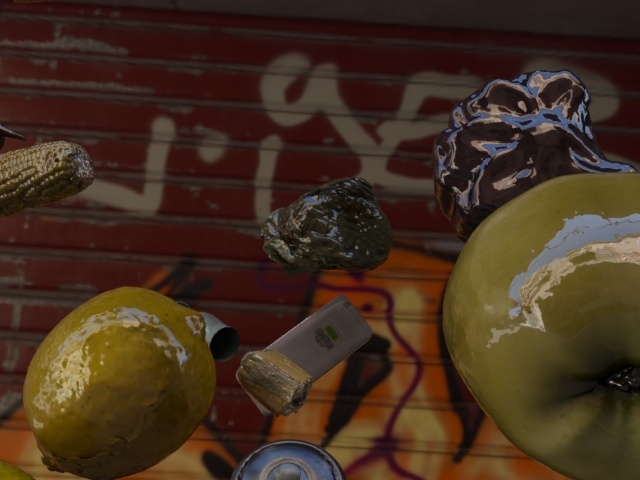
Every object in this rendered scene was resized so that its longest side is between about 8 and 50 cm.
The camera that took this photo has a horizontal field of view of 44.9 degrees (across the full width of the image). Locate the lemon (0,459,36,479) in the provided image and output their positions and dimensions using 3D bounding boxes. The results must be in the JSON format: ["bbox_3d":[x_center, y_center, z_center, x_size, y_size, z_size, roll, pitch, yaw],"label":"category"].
[{"bbox_3d":[-0.449,0.384,0.936,0.267,0.267,0.267,3,-12,1],"label":"lemon"}]

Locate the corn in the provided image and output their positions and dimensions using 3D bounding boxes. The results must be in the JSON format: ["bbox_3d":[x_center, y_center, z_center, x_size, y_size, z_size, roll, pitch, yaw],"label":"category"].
[{"bbox_3d":[-0.446,-0.081,1.102,0.320,0.097,0.097,-9,-16,31],"label":"corn"}]

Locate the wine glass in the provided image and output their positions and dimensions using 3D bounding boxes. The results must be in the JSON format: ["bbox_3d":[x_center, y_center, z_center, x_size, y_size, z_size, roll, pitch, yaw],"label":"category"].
[{"bbox_3d":[-0.262,0.198,1.683,0.093,0.092,0.202,15,0,-45],"label":"wine glass"}]

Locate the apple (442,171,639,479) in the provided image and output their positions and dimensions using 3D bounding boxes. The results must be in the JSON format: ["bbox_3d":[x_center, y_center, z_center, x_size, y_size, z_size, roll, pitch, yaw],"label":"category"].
[{"bbox_3d":[0.235,0.068,0.633,0.262,0.262,0.262,3,-12,1],"label":"apple"}]

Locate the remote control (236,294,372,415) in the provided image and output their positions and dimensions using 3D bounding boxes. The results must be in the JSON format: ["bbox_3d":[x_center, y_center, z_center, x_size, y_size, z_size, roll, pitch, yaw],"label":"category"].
[{"bbox_3d":[-0.026,0.202,1.385,0.250,0.103,0.034,-36,-9,-20],"label":"remote control"}]

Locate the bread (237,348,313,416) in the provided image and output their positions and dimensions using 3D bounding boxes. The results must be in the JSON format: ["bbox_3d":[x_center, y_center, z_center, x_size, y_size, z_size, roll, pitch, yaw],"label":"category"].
[{"bbox_3d":[-0.070,0.218,1.181,0.106,0.082,0.125,27,-1,13],"label":"bread"}]

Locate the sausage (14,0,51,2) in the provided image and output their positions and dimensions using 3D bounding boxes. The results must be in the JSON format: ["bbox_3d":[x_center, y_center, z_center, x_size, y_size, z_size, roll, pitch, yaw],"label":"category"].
[{"bbox_3d":[-0.360,-0.437,1.198,0.253,0.123,0.123,-9,-10,-8],"label":"sausage"}]

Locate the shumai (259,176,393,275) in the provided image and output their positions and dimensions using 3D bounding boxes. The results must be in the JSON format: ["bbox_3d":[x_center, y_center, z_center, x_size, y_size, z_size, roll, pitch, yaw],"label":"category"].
[{"bbox_3d":[0.001,-0.001,1.470,0.218,0.189,0.256,-28,-3,34],"label":"shumai"}]

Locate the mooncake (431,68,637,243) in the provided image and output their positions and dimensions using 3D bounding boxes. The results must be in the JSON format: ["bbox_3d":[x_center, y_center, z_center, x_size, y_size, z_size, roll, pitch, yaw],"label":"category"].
[{"bbox_3d":[0.385,-0.128,1.421,0.351,0.381,0.212,-26,-27,-5],"label":"mooncake"}]

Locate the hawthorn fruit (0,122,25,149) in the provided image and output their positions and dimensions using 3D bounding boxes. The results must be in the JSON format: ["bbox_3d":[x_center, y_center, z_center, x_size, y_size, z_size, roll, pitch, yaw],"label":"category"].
[{"bbox_3d":[-0.621,-0.177,1.257,0.262,0.210,0.210,4,-11,-26],"label":"hawthorn fruit"}]

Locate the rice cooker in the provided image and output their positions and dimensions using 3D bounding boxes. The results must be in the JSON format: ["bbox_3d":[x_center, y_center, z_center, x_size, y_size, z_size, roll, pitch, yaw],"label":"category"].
[{"bbox_3d":[-0.072,0.607,1.755,0.264,0.316,0.317,-33,10,-33],"label":"rice cooker"}]

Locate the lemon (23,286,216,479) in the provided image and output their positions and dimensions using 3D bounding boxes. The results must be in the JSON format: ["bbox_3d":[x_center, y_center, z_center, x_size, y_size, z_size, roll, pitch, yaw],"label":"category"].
[{"bbox_3d":[-0.288,0.205,1.101,0.253,0.310,0.253,45,3,-3],"label":"lemon"}]
